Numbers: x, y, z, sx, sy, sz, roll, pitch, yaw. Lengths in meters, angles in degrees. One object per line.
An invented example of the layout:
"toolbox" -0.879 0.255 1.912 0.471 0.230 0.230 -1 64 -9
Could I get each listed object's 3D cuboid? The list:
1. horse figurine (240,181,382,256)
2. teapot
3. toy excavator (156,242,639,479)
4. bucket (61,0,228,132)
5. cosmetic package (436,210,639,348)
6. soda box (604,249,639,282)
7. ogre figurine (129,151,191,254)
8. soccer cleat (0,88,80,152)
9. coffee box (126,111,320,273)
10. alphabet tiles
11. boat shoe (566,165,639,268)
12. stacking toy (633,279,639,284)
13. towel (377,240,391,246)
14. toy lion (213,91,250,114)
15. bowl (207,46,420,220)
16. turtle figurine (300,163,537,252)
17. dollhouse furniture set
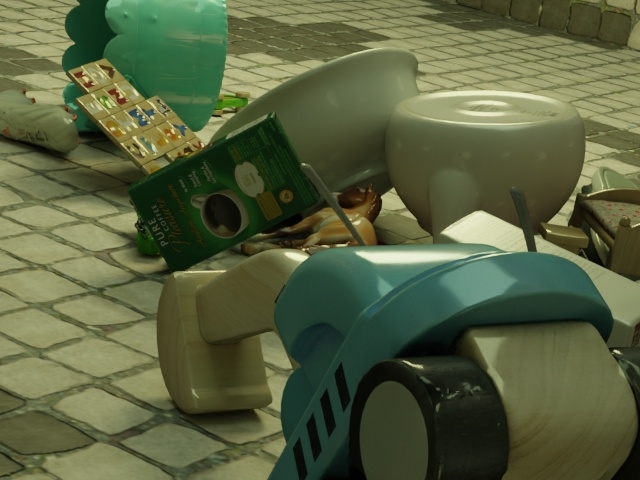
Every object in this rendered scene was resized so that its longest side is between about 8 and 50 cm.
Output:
"horse figurine" 0.000 0.000 1.743 0.174 0.066 0.263 -11 12 -4
"teapot" 0.194 -0.070 1.849 0.256 0.187 0.252 -7 18 -22
"toy excavator" 0.031 0.098 1.203 0.222 0.433 0.445 0 48 -29
"bucket" -0.255 -0.279 2.246 0.183 0.281 0.281 4 18 -21
"cosmetic package" 0.223 0.071 1.578 0.231 0.117 0.085 27 36 29
"soda box" 0.458 0.086 1.751 0.286 0.091 0.098 10 17 0
"ogre figurine" -0.141 -0.042 1.836 0.197 0.097 0.118 -35 42 -14
"soccer cleat" -0.395 -0.157 2.125 0.076 0.068 0.196 -22 32 -33
"coffee box" -0.106 -0.052 1.709 0.184 0.113 0.040 -28 14 8
"alphabet tiles" -0.223 -0.143 2.033 0.237 0.009 0.198 46 22 1
"boat shoe" 0.364 0.010 1.950 0.114 0.091 0.302 31 25 -3
"stacking toy" 0.497 0.086 1.527 0.480 0.351 0.350 2 11 34
"towel" 0.158 0.064 1.764 0.274 0.031 0.199 14 18 14
"toy lion" -0.177 -0.225 2.506 0.096 0.034 0.100 14 16 38
"bowl" 0.016 -0.112 1.969 0.298 0.298 0.134 -11 71 -49
"turtle figurine" 0.140 0.060 1.425 0.197 0.275 0.266 -17 -19 23
"dollhouse furniture set" 0.408 -0.074 1.792 0.355 0.174 0.303 8 15 -8
